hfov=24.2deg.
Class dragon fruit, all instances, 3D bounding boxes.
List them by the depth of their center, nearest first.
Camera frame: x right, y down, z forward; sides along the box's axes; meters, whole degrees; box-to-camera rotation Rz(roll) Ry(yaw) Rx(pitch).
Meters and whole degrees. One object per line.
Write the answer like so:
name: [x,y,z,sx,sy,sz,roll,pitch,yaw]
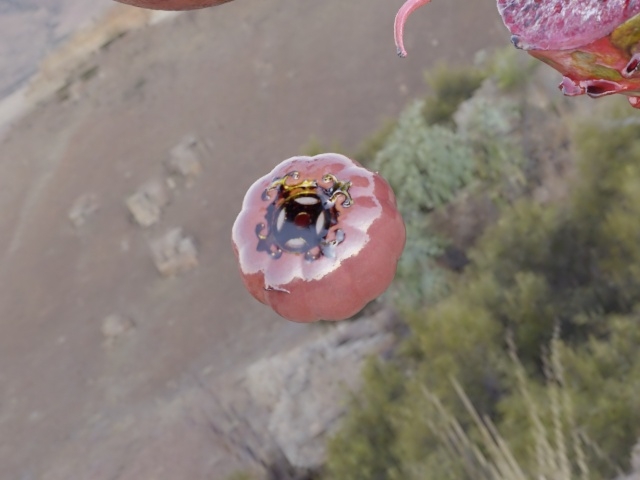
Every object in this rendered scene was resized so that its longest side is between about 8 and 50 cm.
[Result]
dragon fruit: [0.391,-0.294,1.682,0.386,0.249,0.371,8,60,56]

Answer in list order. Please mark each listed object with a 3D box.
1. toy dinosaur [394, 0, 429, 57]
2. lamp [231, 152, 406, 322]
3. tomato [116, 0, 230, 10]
toy dinosaur: [0.166,-0.369,2.132,0.286,0.070,0.139,-57,11,-11]
lamp: [0.000,0.000,1.520,0.182,0.182,0.140,-31,-27,1]
tomato: [-0.100,-0.309,1.352,0.309,0.170,0.309,-14,55,21]
